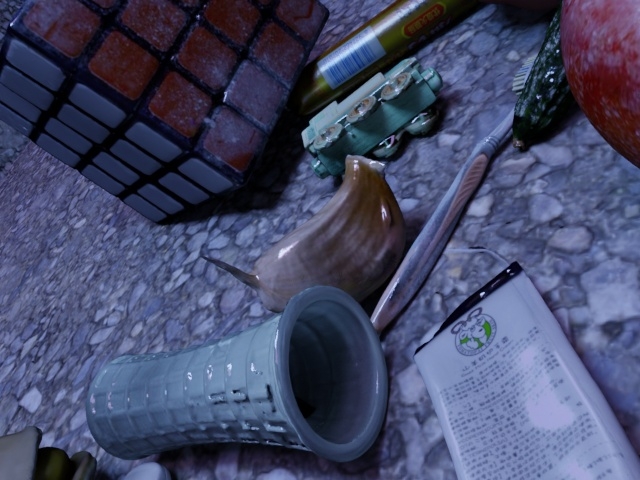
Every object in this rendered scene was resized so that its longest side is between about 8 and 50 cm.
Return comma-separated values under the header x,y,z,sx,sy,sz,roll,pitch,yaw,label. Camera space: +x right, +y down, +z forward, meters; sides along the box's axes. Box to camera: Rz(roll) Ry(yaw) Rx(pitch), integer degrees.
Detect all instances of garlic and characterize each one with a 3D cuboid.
x,y,z,sx,sy,sz,roll,pitch,yaw,label
-0.003,0.012,0.593,0.198,0.128,0.090,-34,14,-13,garlic

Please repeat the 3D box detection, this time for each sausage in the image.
x,y,z,sx,sy,sz,roll,pitch,yaw,label
0.083,-0.290,0.879,0.371,0.082,0.082,-31,37,21,sausage

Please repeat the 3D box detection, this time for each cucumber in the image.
x,y,z,sx,sy,sz,roll,pitch,yaw,label
0.257,-0.222,0.564,0.067,0.067,0.293,51,128,55,cucumber

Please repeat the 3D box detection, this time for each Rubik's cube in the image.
x,y,z,sx,sy,sz,roll,pitch,yaw,label
-0.249,-0.271,0.913,0.337,0.344,0.344,-12,47,57,Rubik's cube

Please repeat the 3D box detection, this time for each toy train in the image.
x,y,z,sx,sy,sz,roll,pitch,yaw,label
0.064,-0.158,0.762,0.194,0.081,0.125,-36,31,15,toy train

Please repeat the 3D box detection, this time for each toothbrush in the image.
x,y,z,sx,sy,sz,roll,pitch,yaw,label
0.150,-0.060,0.615,0.375,0.028,0.037,-56,26,-16,toothbrush

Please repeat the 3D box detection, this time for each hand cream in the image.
x,y,z,sx,sy,sz,roll,pitch,yaw,label
0.137,0.133,0.375,0.121,0.076,0.336,-40,24,15,hand cream

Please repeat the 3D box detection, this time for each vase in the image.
x,y,z,sx,sy,sz,roll,pitch,yaw,label
-0.098,0.144,0.570,0.299,0.143,0.143,-20,42,35,vase

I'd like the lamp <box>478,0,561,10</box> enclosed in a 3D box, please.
x,y,z,sx,sy,sz,roll,pitch,yaw,label
0.245,-0.418,0.660,0.305,0.305,0.239,-20,31,31,lamp

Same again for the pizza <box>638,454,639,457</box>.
x,y,z,sx,sy,sz,roll,pitch,yaw,label
0.178,0.173,0.348,0.099,0.029,0.100,-29,37,23,pizza

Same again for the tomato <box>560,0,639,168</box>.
x,y,z,sx,sy,sz,roll,pitch,yaw,label
0.302,-0.150,0.379,0.270,0.227,0.270,-26,52,39,tomato

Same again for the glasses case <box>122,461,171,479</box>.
x,y,z,sx,sy,sz,roll,pitch,yaw,label
-0.180,0.295,0.574,0.063,0.041,0.164,-27,38,21,glasses case

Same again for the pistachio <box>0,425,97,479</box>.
x,y,z,sx,sy,sz,roll,pitch,yaw,label
-0.328,0.324,0.581,0.197,0.166,0.288,-33,34,42,pistachio
